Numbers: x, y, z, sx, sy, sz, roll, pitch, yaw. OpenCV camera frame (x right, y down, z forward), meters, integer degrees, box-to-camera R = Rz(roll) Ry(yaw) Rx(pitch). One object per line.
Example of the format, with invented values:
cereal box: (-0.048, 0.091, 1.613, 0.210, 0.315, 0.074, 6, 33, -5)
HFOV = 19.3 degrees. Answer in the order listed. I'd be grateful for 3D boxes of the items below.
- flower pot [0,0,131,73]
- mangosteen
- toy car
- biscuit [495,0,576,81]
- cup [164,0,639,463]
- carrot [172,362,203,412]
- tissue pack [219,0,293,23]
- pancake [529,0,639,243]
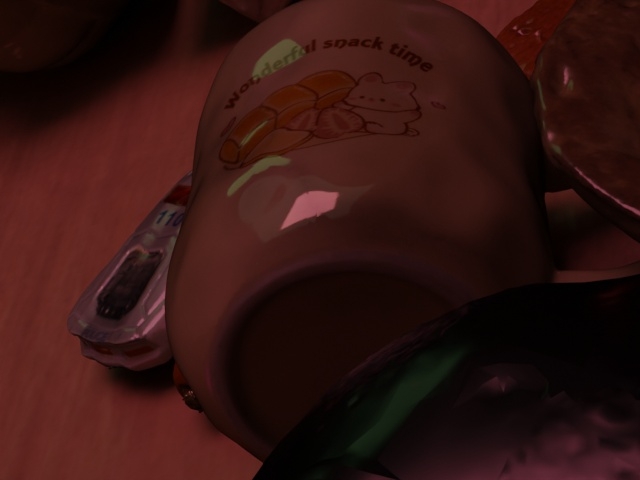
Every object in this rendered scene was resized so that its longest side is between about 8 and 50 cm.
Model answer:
flower pot: (-0.303, -0.228, 1.392, 0.244, 0.307, 0.307, -38, 28, 21)
mangosteen: (0.106, 0.135, 0.558, 0.287, 0.287, 0.233, -43, 42, -14)
toy car: (-0.061, -0.005, 1.070, 0.095, 0.056, 0.205, 9, 52, 50)
biscuit: (0.167, -0.144, 1.067, 0.192, 0.036, 0.186, -49, 32, -22)
cup: (0.060, 0.010, 0.881, 0.202, 0.255, 0.173, -85, 15, -54)
carrot: (0.000, 0.000, 1.021, 0.043, 0.043, 0.248, 6, 47, 47)
tissue pack: (-0.046, -0.379, 1.327, 0.380, 0.207, 0.297, -83, 18, -51)
pancake: (0.198, -0.055, 0.835, 0.222, 0.042, 0.236, -5, 39, -12)
